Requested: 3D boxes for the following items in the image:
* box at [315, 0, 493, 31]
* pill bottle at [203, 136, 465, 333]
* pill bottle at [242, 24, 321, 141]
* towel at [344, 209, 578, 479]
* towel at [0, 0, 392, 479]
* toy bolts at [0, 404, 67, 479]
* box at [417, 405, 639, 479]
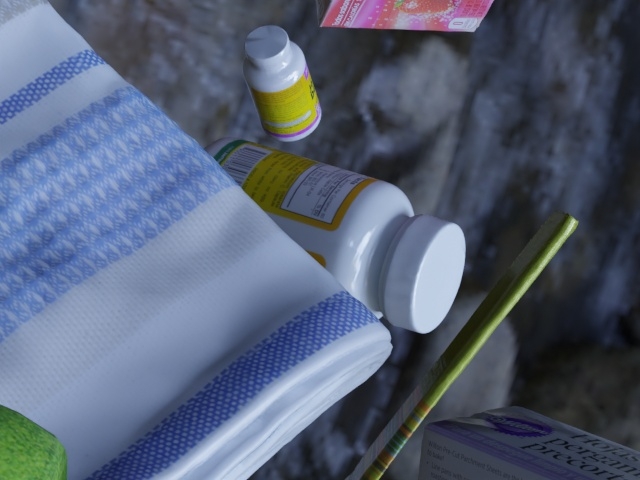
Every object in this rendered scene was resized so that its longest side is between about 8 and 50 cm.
[{"bbox_3d":[0.091,-0.305,1.515,0.300,0.142,0.154,119,-33,-61],"label":"box"},{"bbox_3d":[0.000,0.000,1.487,0.117,0.208,0.117,-42,141,-47],"label":"pill bottle"},{"bbox_3d":[-0.028,-0.108,1.311,0.043,0.043,0.083,-53,150,-22],"label":"pill bottle"},{"bbox_3d":[0.090,0.080,1.248,0.237,0.021,0.102,-53,180,4],"label":"towel"},{"bbox_3d":[-0.137,-0.008,0.601,0.209,0.285,0.034,-36,163,-33],"label":"towel"},{"bbox_3d":[-0.134,0.160,0.314,0.158,0.218,0.228,-85,174,-60],"label":"toy bolts"},{"bbox_3d":[0.169,0.136,0.687,0.063,0.324,0.067,-6,106,-43],"label":"box"}]
